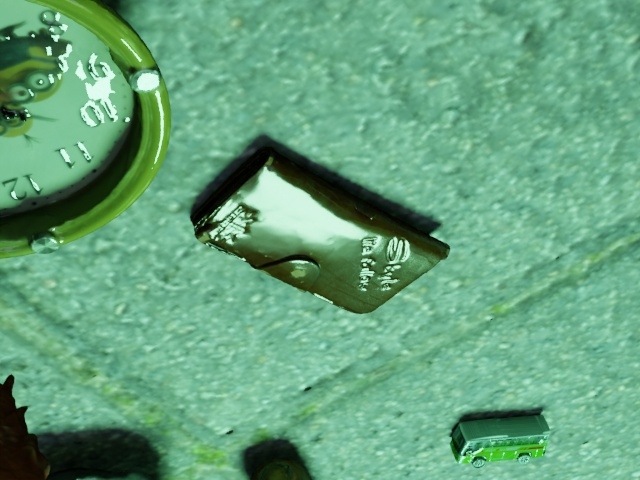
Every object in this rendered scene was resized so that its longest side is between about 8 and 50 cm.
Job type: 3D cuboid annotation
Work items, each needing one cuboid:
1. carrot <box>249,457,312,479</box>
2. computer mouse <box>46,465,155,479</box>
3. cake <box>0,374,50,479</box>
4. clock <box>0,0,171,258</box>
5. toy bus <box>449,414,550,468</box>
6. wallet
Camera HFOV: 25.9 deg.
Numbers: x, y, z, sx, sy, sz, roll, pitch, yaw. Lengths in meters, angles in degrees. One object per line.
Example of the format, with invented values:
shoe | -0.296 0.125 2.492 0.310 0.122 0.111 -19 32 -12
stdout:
carrot | 0.003 0.303 1.295 0.070 0.070 0.342 -19 140 5
computer mouse | -0.221 0.337 1.197 0.203 0.114 0.374 20 130 -9
cake | -0.363 0.182 0.841 0.319 0.269 0.270 25 95 -27
clock | -0.205 -0.080 0.818 0.237 0.057 0.237 -7 139 -6
toy bus | 0.158 0.176 1.225 0.083 0.031 0.037 -2 130 -15
wallet | 0.000 0.000 0.989 0.176 0.026 0.095 27 126 -37
